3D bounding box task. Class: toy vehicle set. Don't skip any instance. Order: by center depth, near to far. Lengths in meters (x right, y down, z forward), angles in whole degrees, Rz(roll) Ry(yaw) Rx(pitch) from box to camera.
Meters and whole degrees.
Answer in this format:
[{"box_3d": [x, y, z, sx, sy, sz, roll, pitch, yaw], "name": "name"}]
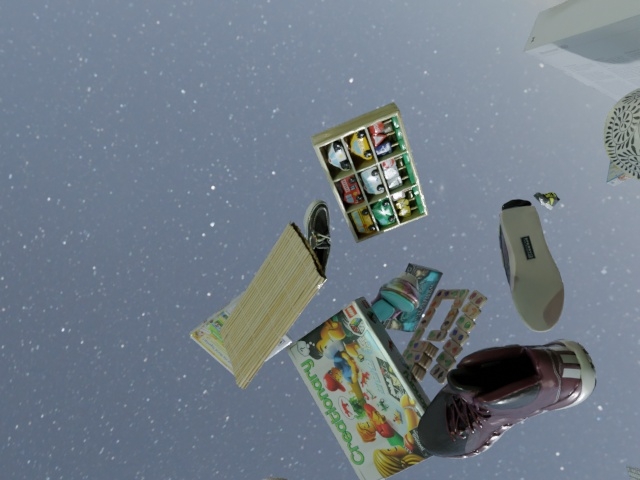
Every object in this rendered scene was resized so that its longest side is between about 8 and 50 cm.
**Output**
[{"box_3d": [0.104, -0.122, 1.010, 0.035, 0.166, 0.267, -107, -8, -48], "name": "toy vehicle set"}]

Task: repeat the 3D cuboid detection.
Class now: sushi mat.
[{"box_3d": [-0.102, 0.126, 0.985, 0.019, 0.316, 0.151, 11, -146, -40], "name": "sushi mat"}]

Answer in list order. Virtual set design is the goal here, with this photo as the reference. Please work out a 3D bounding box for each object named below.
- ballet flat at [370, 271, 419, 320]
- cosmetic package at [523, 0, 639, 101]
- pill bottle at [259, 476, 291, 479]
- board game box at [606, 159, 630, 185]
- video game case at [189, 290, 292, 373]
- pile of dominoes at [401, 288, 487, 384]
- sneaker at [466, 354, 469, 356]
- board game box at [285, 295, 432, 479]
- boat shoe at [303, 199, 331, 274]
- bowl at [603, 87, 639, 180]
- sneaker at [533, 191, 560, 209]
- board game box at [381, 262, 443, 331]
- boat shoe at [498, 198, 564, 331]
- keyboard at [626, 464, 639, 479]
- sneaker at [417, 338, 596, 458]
[{"box_3d": [0.158, 0.108, 1.039, 0.077, 0.221, 0.079, 39, -109, 6], "name": "ballet flat"}, {"box_3d": [0.602, -0.355, 0.924, 0.284, 0.097, 0.377, 18, -175, -15], "name": "cosmetic package"}, {"box_3d": [-0.099, 0.664, 1.078, 0.161, 0.161, 0.283, 29, -154, -16], "name": "pill bottle"}, {"box_3d": [0.835, -0.220, 1.372, 0.026, 0.154, 0.103, 20, -106, -4], "name": "board game box"}, {"box_3d": [-0.230, 0.283, 1.511, 0.227, 0.206, 0.026, 50, -174, -27], "name": "video game case"}, {"box_3d": [0.262, 0.201, 1.165, 0.040, 0.196, 0.251, 39, -111, -14], "name": "pile of dominoes"}, {"box_3d": [0.407, 0.415, 1.377, 0.234, 0.084, 0.097, -53, -51, -30], "name": "sneaker"}, {"box_3d": [0.085, 0.286, 0.976, 0.305, 0.193, 0.053, 58, -154, 14], "name": "board game box"}, {"box_3d": [0.000, 0.000, 1.398, 0.078, 0.219, 0.070, -4, -164, -31], "name": "boat shoe"}, {"box_3d": [0.576, -0.185, 0.855, 0.170, 0.170, 0.080, 45, -173, 7], "name": "bowl"}, {"box_3d": [0.503, -0.096, 1.143, 0.083, 0.035, 0.031, 16, -145, -45], "name": "sneaker"}, {"box_3d": [0.244, 0.156, 1.373, 0.126, 0.186, 0.026, 13, -166, -41], "name": "board game box"}, {"box_3d": [0.545, 0.071, 1.349, 0.158, 0.127, 0.340, 39, -135, -70], "name": "boat shoe"}, {"box_3d": [0.667, 0.497, 1.013, 0.256, 0.014, 0.072, 60, -156, -71], "name": "keyboard"}, {"box_3d": [0.192, 0.201, 0.667, 0.163, 0.281, 0.106, 16, -137, -36], "name": "sneaker"}]
